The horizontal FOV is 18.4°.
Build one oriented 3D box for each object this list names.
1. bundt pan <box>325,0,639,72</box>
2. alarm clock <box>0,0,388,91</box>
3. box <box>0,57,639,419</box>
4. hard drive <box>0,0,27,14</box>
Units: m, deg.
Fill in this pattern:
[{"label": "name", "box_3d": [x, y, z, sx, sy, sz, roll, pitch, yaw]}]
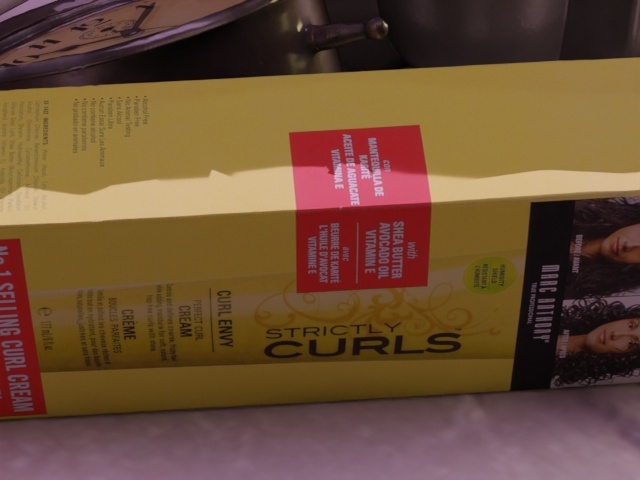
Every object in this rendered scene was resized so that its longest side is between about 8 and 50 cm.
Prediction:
[{"label": "bundt pan", "box_3d": [0.084, -0.158, 0.792, 0.330, 0.124, 0.331, 0, 31, 0]}, {"label": "alarm clock", "box_3d": [-0.066, -0.055, 0.676, 0.129, 0.064, 0.192, -23, 22, -23]}, {"label": "box", "box_3d": [0.000, 0.000, 0.563, 0.232, 0.087, 0.058, -2, 47, -4]}, {"label": "hard drive", "box_3d": [-0.248, -0.062, 0.684, 0.210, 0.040, 0.318, 5, 29, 37]}]
